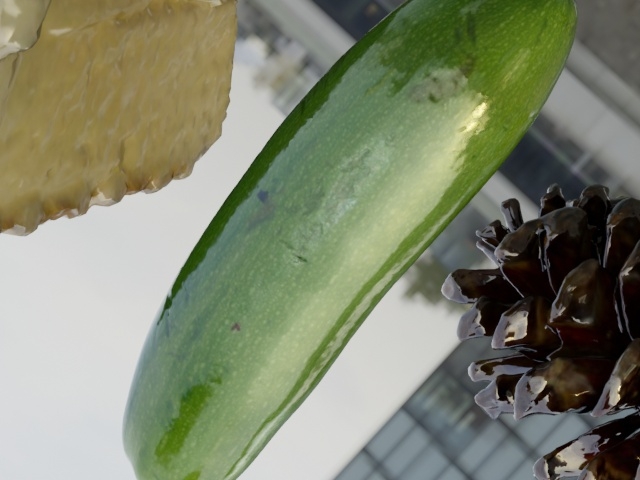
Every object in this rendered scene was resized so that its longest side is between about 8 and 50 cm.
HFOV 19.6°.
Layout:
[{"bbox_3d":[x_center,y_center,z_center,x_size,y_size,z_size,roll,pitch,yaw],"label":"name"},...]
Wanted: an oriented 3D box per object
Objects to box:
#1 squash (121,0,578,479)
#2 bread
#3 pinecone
[{"bbox_3d":[-0.001,-0.002,0.770,0.082,0.292,0.082,31,-155,-16],"label":"squash"},{"bbox_3d":[-0.251,-0.186,1.056,0.390,0.279,0.371,21,-164,17],"label":"bread"},{"bbox_3d":[0.223,0.085,1.259,0.309,0.244,0.244,30,179,26],"label":"pinecone"}]
